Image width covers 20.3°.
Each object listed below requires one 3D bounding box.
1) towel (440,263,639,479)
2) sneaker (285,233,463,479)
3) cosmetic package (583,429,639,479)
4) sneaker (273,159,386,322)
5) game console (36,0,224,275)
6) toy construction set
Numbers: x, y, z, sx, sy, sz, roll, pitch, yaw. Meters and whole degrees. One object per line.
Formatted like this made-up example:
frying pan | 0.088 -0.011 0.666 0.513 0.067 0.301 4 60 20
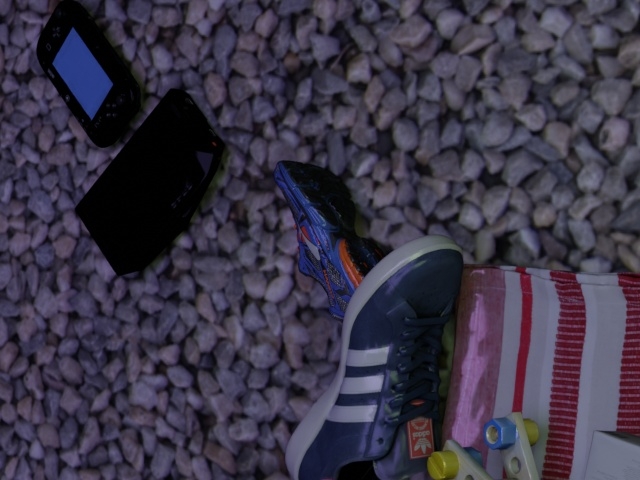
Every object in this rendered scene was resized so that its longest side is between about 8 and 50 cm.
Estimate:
towel | 0.261 0.147 1.805 0.329 0.037 0.237 3 88 43
sneaker | 0.086 0.162 1.877 0.148 0.131 0.350 50 130 40
cosmetic package | 0.353 0.254 1.651 0.239 0.060 0.099 17 95 44
sneaker | 0.000 0.000 2.009 0.087 0.083 0.221 -46 59 30
game console | -0.264 -0.145 2.242 0.213 0.044 0.361 -49 59 23
toy construction set | 0.192 0.347 1.731 0.215 0.151 0.327 -62 30 32
